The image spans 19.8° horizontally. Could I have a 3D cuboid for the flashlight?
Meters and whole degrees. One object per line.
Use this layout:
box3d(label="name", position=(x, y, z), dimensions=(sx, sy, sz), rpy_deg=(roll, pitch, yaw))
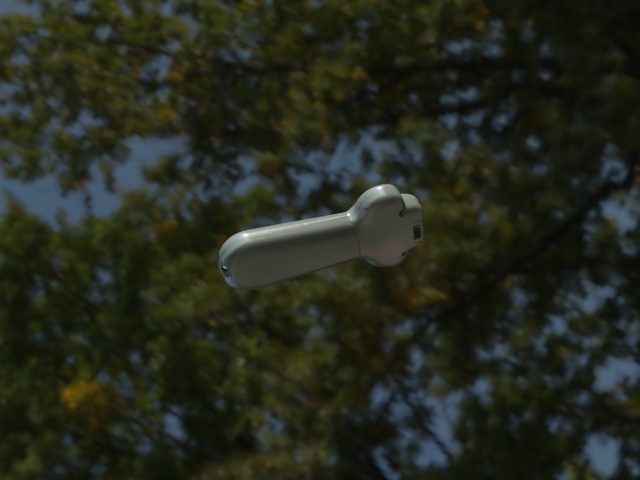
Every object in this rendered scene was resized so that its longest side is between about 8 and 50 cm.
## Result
box3d(label="flashlight", position=(0.000, 0.000, 1.746), dimensions=(0.200, 0.047, 0.093), rpy_deg=(-14, -45, -7))
